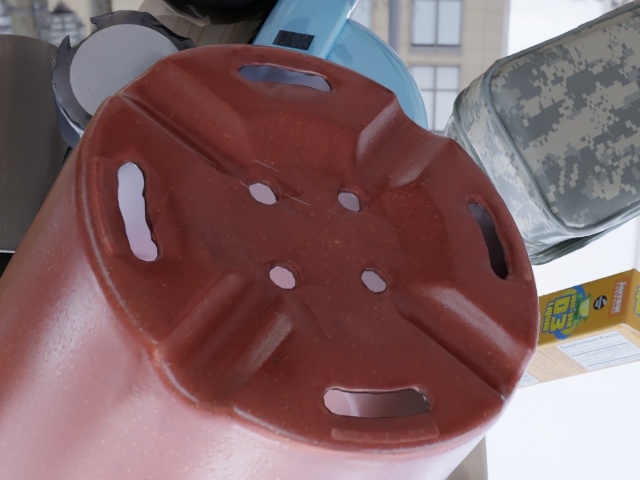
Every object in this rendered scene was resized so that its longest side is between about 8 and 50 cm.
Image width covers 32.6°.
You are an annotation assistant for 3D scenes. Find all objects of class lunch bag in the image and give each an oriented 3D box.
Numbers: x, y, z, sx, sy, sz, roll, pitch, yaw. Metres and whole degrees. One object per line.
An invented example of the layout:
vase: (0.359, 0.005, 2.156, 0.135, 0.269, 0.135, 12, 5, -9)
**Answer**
lunch bag: (0.291, -0.112, 1.218, 0.305, 0.212, 0.256, -26, 177, -17)

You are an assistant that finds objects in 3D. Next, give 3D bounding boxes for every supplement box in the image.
supplement box: (0.273, 0.103, 1.220, 0.233, 0.080, 0.078, -22, -140, 46)

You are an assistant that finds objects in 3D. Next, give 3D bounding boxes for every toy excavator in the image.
toy excavator: (0.000, 0.000, 0.848, 0.445, 0.222, 0.433, 26, -111, -1)

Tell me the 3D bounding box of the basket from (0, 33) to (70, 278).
basket: (-0.290, -0.063, 1.019, 0.204, 0.154, 0.226, -1, -114, -1)

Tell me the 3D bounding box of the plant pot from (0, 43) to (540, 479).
plant pot: (-0.052, 0.067, 0.523, 0.272, 0.265, 0.272, 16, -132, -18)
